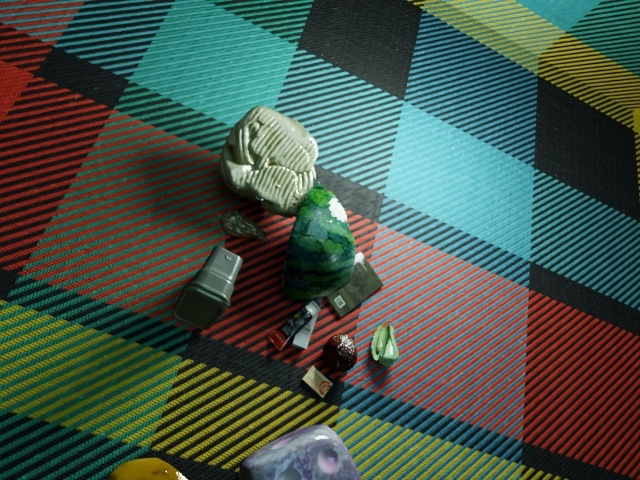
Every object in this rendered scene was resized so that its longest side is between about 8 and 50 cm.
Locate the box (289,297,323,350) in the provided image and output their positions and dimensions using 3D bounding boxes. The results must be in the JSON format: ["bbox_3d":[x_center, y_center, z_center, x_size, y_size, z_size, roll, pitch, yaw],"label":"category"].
[{"bbox_3d":[-0.043,0.266,1.663,0.055,0.039,0.218,24,62,-11],"label":"box"}]

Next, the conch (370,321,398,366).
[{"bbox_3d":[0.221,0.367,1.726,0.106,0.079,0.170,18,48,-23],"label":"conch"}]

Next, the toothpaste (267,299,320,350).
[{"bbox_3d":[-0.083,0.279,1.602,0.193,0.045,0.071,-39,54,-11],"label":"toothpaste"}]

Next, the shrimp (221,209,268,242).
[{"bbox_3d":[-0.262,-0.042,1.694,0.184,0.043,0.091,26,69,-5],"label":"shrimp"}]

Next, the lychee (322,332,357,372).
[{"bbox_3d":[0.068,0.374,1.627,0.123,0.123,0.129,39,51,-5],"label":"lychee"}]

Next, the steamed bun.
[{"bbox_3d":[-0.185,-0.257,1.697,0.347,0.237,0.394,-20,99,-17],"label":"steamed bun"}]

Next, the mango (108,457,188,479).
[{"bbox_3d":[-0.437,0.664,1.283,0.252,0.126,0.153,28,50,-11],"label":"mango"}]

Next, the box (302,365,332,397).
[{"bbox_3d":[-0.011,0.469,1.611,0.093,0.015,0.058,43,58,-2],"label":"box"}]

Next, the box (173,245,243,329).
[{"bbox_3d":[-0.335,0.140,1.459,0.138,0.274,0.178,29,55,-13],"label":"box"}]

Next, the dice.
[{"bbox_3d":[-0.053,0.694,1.354,0.270,0.270,0.271,-18,79,-28],"label":"dice"}]

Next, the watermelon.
[{"bbox_3d":[0.019,0.021,1.639,0.222,0.292,0.319,18,45,7],"label":"watermelon"}]

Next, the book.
[{"bbox_3d":[0.111,0.158,1.784,0.228,0.024,0.160,-32,86,-30],"label":"book"}]
